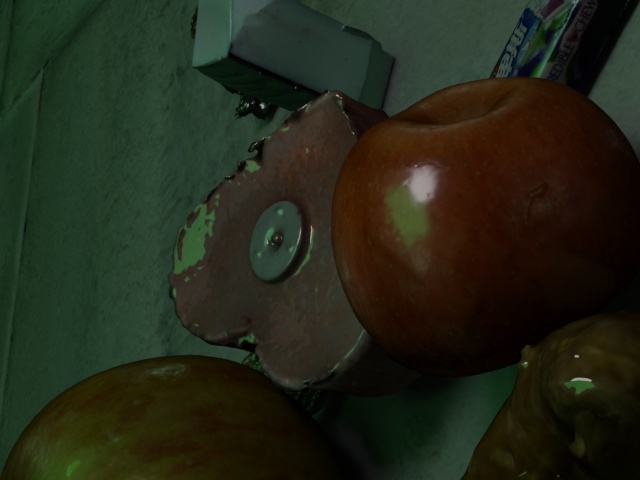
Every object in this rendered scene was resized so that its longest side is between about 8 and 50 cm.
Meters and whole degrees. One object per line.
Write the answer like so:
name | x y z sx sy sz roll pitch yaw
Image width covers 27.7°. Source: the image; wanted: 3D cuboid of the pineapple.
pineapple | -0.105 -0.244 1.738 0.108 0.108 0.197 -49 50 36

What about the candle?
candle | 0.000 0.000 1.283 0.317 0.131 0.287 13 89 47

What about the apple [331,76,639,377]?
apple | 0.132 -0.019 1.034 0.251 0.272 0.206 -12 106 52

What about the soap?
soap | -0.039 -0.202 1.451 0.145 0.230 0.091 -1 74 60

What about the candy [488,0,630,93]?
candy | 0.196 -0.144 1.194 0.312 0.061 0.088 -64 28 15

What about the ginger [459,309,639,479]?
ginger | 0.191 0.173 0.946 0.165 0.172 0.321 51 140 29

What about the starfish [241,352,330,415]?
starfish | -0.007 0.060 1.426 0.299 0.060 0.302 -27 59 48

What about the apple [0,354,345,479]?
apple | -0.135 0.308 1.277 0.400 0.333 0.400 15 107 61
